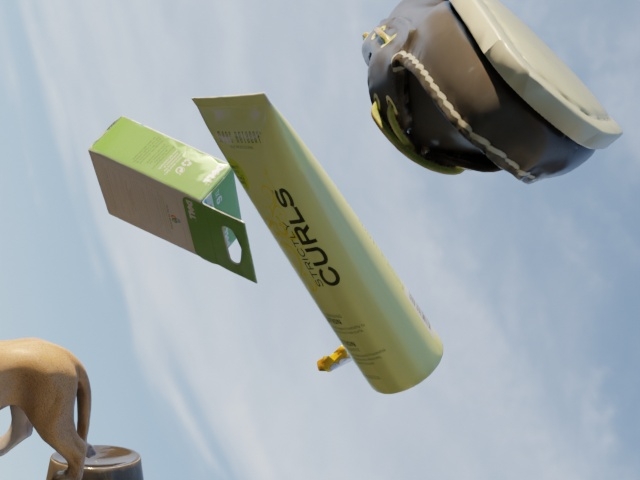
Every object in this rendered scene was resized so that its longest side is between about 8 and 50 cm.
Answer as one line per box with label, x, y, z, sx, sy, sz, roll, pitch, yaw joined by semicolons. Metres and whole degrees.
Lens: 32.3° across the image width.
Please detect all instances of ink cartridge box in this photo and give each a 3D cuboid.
ink cartridge box;-0.144;-0.045;1.198;0.209;0.062;0.109;25;-34;22

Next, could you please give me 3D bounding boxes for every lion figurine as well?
lion figurine;-0.402;0.165;1.265;0.142;0.392;0.240;35;-68;43

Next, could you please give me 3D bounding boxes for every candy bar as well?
candy bar;0.035;0.119;1.193;0.018;0.040;0.161;56;16;9

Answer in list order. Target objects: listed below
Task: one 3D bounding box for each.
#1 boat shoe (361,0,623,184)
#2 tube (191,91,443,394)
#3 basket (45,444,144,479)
boat shoe;0.057;-0.060;0.440;0.081;0.069;0.228;42;14;-12
tube;0.000;0.000;0.736;0.240;0.070;0.062;57;23;-25
basket;-0.325;0.417;1.573;0.154;0.204;0.226;-167;-102;-70
